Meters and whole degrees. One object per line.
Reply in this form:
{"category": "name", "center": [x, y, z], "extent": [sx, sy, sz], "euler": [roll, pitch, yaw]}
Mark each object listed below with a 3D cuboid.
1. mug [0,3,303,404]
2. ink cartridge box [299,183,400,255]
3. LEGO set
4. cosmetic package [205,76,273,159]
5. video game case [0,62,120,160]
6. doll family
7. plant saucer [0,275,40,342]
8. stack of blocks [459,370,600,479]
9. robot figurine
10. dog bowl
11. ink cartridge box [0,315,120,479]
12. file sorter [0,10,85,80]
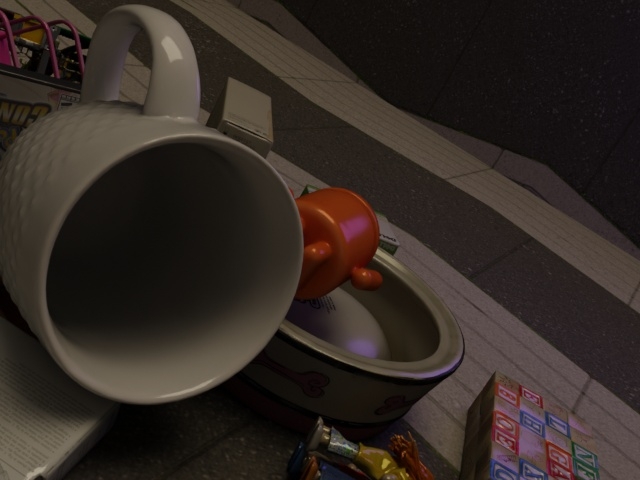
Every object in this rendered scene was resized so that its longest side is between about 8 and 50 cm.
{"category": "mug", "center": [-0.212, -0.063, 0.835], "extent": [0.276, 0.374, 0.328], "euler": [-1, 19, -36]}
{"category": "ink cartridge box", "center": [0.053, 0.016, 1.448], "extent": [0.189, 0.097, 0.255], "euler": [20, 22, -20]}
{"category": "LEGO set", "center": [-0.546, -0.288, 1.379], "extent": [0.331, 0.192, 0.255], "euler": [17, -5, -34]}
{"category": "cosmetic package", "center": [-0.180, -0.211, 1.592], "extent": [0.113, 0.160, 0.309], "euler": [24, 23, -14]}
{"category": "video game case", "center": [-0.411, -0.094, 0.931], "extent": [0.275, 0.248, 0.035], "euler": [9, 24, -39]}
{"category": "doll family", "center": [0.057, 0.269, 0.811], "extent": [0.163, 0.118, 0.263], "euler": [28, 9, -3]}
{"category": "plant saucer", "center": [-0.299, 0.096, 0.934], "extent": [0.200, 0.037, 0.200], "euler": [25, 21, -11]}
{"category": "stack of blocks", "center": [0.293, 0.320, 1.073], "extent": [0.171, 0.087, 0.297], "euler": [30, 22, 4]}
{"category": "robot figurine", "center": [0.001, 0.002, 0.982], "extent": [0.158, 0.128, 0.219], "euler": [6, 15, 22]}
{"category": "dog bowl", "center": [-0.008, 0.113, 1.093], "extent": [0.408, 0.150, 0.408], "euler": [24, 23, -11]}
{"category": "ink cartridge box", "center": [-0.364, 0.154, 0.703], "extent": [0.275, 0.060, 0.239], "euler": [32, 33, 7]}
{"category": "file sorter", "center": [-0.490, -0.219, 1.087], "extent": [0.182, 0.202, 0.290], "euler": [-5, 8, 26]}
